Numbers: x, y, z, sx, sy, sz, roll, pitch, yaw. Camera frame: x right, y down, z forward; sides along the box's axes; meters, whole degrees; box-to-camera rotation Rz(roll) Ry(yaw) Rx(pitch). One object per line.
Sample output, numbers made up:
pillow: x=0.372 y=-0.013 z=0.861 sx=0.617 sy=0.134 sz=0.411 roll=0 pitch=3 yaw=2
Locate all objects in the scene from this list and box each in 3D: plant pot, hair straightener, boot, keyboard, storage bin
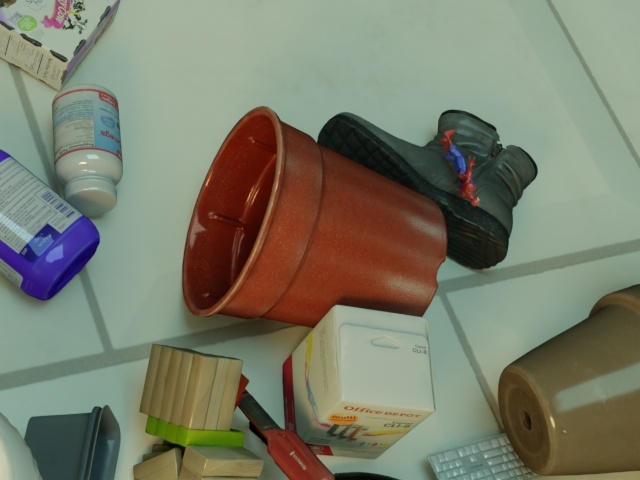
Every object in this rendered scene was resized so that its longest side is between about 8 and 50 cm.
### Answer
plant pot: x=0.366 y=0.208 z=1.511 sx=0.229 sy=0.263 sz=0.263 roll=-14 pitch=66 yaw=-16
hair straightener: x=-0.053 y=0.246 z=1.362 sx=0.047 sy=0.089 sz=0.230 roll=-43 pitch=50 yaw=-14
boot: x=0.160 y=-0.122 z=1.708 sx=0.338 sy=0.118 sz=0.222 roll=36 pitch=48 yaw=-15
keyboard: x=0.255 y=0.291 z=1.529 sx=0.256 sy=0.014 sz=0.072 roll=-7 pitch=64 yaw=-34
plant pot: x=0.000 y=0.000 z=1.462 sx=0.265 sy=0.272 sz=0.272 roll=18 pitch=54 yaw=-24
storage bin: x=-0.281 y=0.256 z=1.269 sx=0.091 sy=0.098 sz=0.135 roll=1 pitch=56 yaw=7

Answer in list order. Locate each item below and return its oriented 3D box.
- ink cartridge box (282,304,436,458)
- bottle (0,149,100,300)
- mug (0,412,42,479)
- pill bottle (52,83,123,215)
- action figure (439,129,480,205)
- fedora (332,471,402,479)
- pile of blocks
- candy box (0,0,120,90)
ink cartridge box: x=0.044 y=0.177 z=1.409 sx=0.128 sy=0.176 sz=0.127 roll=9 pitch=57 yaw=-20
bottle: x=-0.407 y=-0.052 z=1.391 sx=0.283 sy=0.092 sz=0.118 roll=38 pitch=51 yaw=1
mug: x=-0.434 y=0.260 z=1.033 sx=0.374 sy=0.328 sz=0.276 roll=15 pitch=55 yaw=-16
pill bottle: x=-0.301 y=-0.117 z=1.486 sx=0.087 sy=0.087 sz=0.160 roll=4 pitch=60 yaw=-24
action figure: x=0.201 y=-0.100 z=1.617 sx=0.030 sy=0.038 sz=0.115 roll=-8 pitch=68 yaw=-20
fedora: x=0.095 y=0.392 z=1.314 sx=0.334 sy=0.152 sz=0.334 roll=12 pitch=55 yaw=-19
pile of blocks: x=-0.123 y=0.292 z=1.303 sx=0.113 sy=0.149 sz=0.362 roll=12 pitch=63 yaw=-42
candy box: x=-0.399 y=-0.324 z=1.579 sx=0.196 sy=0.070 sz=0.165 roll=29 pitch=52 yaw=-5
